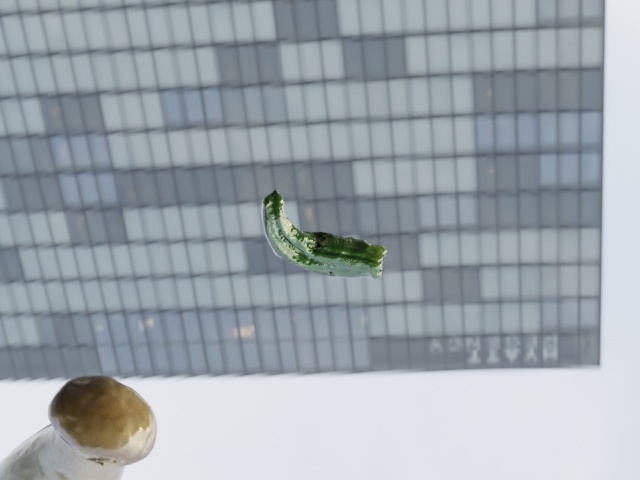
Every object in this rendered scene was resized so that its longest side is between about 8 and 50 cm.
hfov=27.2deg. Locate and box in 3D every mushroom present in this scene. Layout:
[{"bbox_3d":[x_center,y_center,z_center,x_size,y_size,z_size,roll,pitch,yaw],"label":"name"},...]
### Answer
[{"bbox_3d":[-0.278,0.253,1.401,0.128,0.350,0.128,18,-131,-21],"label":"mushroom"}]

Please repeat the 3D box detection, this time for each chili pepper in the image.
[{"bbox_3d":[-0.005,0.002,1.614,0.182,0.073,0.050,25,-127,-24],"label":"chili pepper"}]
